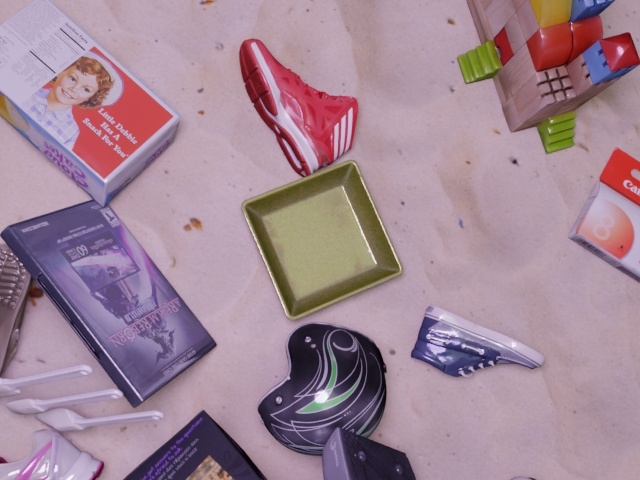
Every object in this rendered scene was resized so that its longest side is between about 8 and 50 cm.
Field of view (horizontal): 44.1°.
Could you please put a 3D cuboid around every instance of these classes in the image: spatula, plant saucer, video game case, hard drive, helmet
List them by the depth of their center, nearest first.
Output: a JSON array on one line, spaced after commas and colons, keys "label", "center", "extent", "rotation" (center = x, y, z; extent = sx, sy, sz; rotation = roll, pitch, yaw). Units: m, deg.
[{"label": "hard drive", "center": [0.083, 0.365, 0.961], "extent": [0.054, 0.172, 0.255], "rotation": [-37, 46, 22]}, {"label": "spatula", "center": [-0.316, 0.199, 0.984], "extent": [0.168, 0.241, 0.019], "rotation": [45, 43, -37]}, {"label": "video game case", "center": [-0.273, 0.071, 1.058], "extent": [0.026, 0.196, 0.274], "rotation": [-40, 87, 25]}, {"label": "helmet", "center": [0.004, 0.210, 1.073], "extent": [0.169, 0.169, 0.162], "rotation": [15, 57, -6]}, {"label": "plant saucer", "center": [0.000, 0.000, 1.172], "extent": [0.188, 0.045, 0.188], "rotation": [-22, 85, -12]}]

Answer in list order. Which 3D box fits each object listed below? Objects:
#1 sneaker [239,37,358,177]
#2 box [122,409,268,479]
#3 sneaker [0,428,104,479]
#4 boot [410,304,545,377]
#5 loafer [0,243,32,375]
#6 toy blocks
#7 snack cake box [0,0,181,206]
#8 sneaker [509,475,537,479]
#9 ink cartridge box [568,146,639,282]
[{"label": "sneaker", "center": [-0.026, -0.217, 1.196], "extent": [0.128, 0.087, 0.221], "rotation": [-29, 98, -20]}, {"label": "box", "center": [-0.099, 0.371, 0.978], "extent": [0.143, 0.165, 0.270], "rotation": [-40, 54, -12]}, {"label": "sneaker", "center": [-0.413, 0.346, 1.034], "extent": [0.252, 0.103, 0.111], "rotation": [-41, 84, -19]}, {"label": "boot", "center": [0.231, 0.171, 1.173], "extent": [0.189, 0.069, 0.086], "rotation": [23, 85, 4]}, {"label": "loafer", "center": [-0.453, 0.128, 1.065], "extent": [0.101, 0.092, 0.269], "rotation": [28, 94, -5]}, {"label": "toy blocks", "center": [0.327, -0.341, 1.166], "extent": [0.190, 0.261, 0.382], "rotation": [-16, 83, -10]}, {"label": "snack cake box", "center": [-0.349, -0.197, 1.117], "extent": [0.264, 0.089, 0.152], "rotation": [42, 63, 0]}, {"label": "sneaker", "center": [0.109, 0.454, 1.050], "extent": [0.257, 0.169, 0.448], "rotation": [40, 80, -2]}, {"label": "ink cartridge box", "center": [0.498, -0.043, 1.254], "extent": [0.145, 0.045, 0.179], "rotation": [32, 80, -3]}]
